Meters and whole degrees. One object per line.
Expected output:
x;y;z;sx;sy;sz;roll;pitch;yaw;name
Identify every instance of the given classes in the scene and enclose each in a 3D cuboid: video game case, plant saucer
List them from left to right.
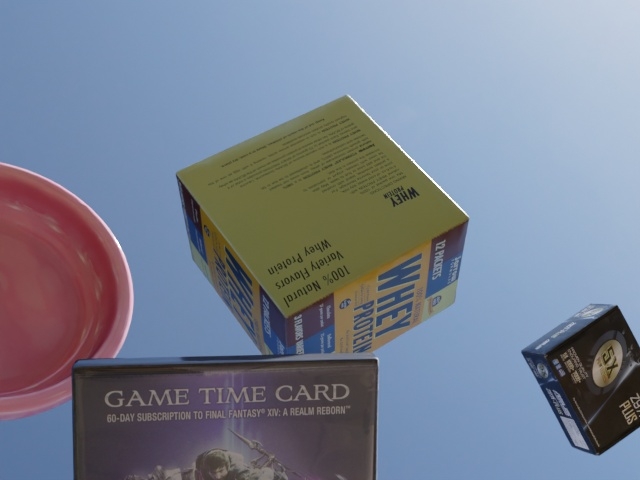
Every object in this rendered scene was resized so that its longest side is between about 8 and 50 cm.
-0.383;0.059;1.036;0.332;0.084;0.332;18;-132;-20;plant saucer
-0.060;0.212;0.599;0.196;0.026;0.274;0;-85;-9;video game case

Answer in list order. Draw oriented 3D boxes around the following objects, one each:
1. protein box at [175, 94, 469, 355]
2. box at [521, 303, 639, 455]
0.000;0.000;0.884;0.199;0.136;0.201;-27;-125;-20;protein box
0.419;0.210;1.394;0.147;0.077;0.180;-30;-85;-15;box
